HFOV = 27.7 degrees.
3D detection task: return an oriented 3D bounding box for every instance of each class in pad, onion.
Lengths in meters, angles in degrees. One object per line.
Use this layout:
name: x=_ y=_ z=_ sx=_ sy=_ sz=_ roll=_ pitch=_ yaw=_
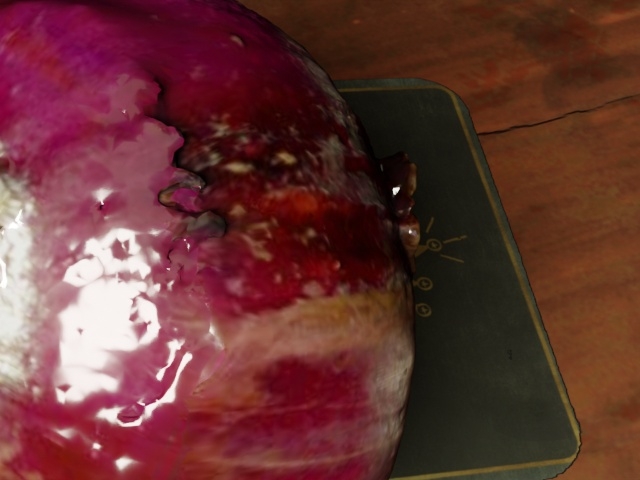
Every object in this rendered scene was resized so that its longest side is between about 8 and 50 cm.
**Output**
pad: x=-0.001 y=0.001 z=0.899 sx=0.315 sy=0.063 sz=0.375 roll=-5 pitch=51 yaw=-13
onion: x=-0.085 y=0.039 z=0.671 sx=0.348 sy=0.348 sz=0.385 roll=48 pitch=20 yaw=27
